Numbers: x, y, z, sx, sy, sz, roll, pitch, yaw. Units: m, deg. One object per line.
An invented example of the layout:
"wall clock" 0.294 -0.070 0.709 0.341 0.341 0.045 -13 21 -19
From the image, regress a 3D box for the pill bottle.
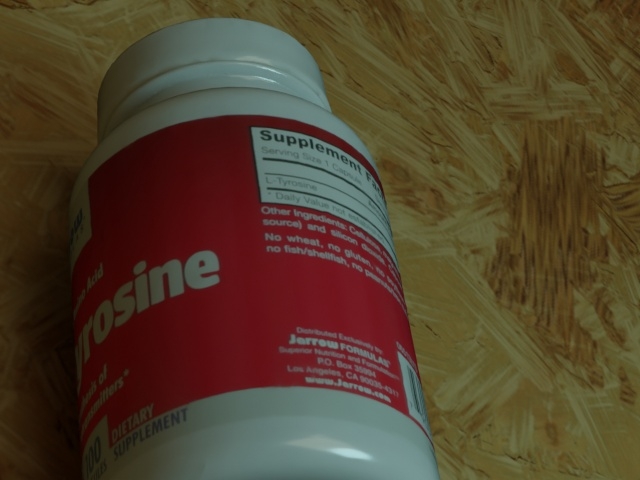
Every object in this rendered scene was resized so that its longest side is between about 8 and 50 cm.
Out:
"pill bottle" -0.056 0.046 1.334 0.229 0.229 0.407 19 42 -30
